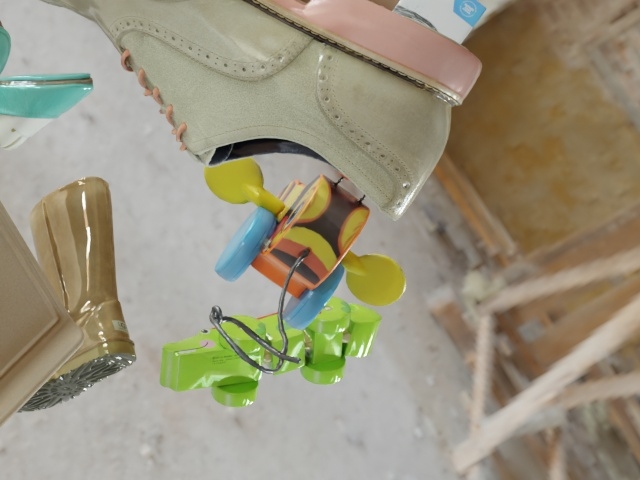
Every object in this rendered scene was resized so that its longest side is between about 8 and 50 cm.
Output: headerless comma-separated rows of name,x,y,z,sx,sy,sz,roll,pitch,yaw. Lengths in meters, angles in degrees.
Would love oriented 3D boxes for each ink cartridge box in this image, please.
ink cartridge box,0.133,-0.275,2.018,0.104,0.180,0.060,37,-11,-2

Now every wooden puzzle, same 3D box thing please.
wooden puzzle,-0.374,0.071,1.505,0.238,0.044,0.221,59,44,-19

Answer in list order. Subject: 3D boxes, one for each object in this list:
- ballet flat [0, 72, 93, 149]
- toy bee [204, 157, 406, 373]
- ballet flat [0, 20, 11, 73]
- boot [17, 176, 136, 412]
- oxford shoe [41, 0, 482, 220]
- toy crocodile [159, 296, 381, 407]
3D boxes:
ballet flat,-0.355,-0.138,1.553,0.083,0.247,0.087,-26,117,-78
toy bee,0.000,0.000,1.253,0.195,0.162,0.298,32,12,-30
ballet flat,-0.567,-0.171,1.798,0.182,0.164,0.482,20,41,7
boot,-0.362,0.078,1.995,0.089,0.236,0.269,40,30,-58
oxford shoe,-0.094,-0.136,1.043,0.397,0.146,0.140,21,2,12
toy crocodile,-0.065,0.144,2.034,0.105,0.341,0.115,47,-39,50
